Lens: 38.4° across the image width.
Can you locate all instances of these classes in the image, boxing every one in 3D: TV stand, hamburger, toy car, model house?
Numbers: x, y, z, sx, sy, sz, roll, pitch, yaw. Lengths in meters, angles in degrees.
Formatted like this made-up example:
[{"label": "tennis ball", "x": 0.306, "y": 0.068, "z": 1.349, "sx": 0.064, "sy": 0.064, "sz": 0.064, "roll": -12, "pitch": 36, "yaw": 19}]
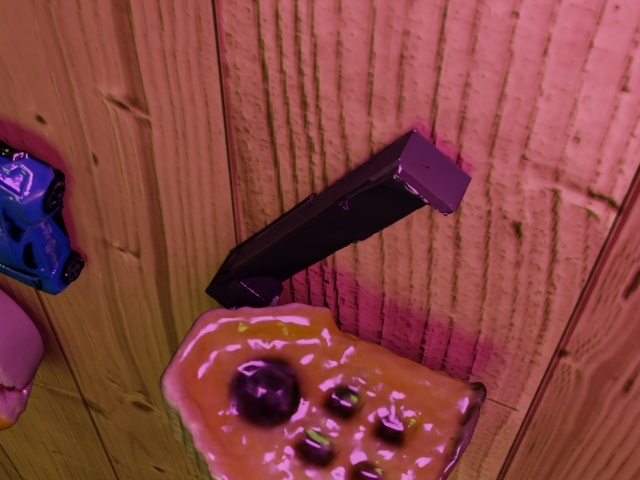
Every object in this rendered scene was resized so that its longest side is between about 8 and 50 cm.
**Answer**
[{"label": "TV stand", "x": 0.000, "y": 0.000, "z": 0.619, "sx": 0.049, "sy": 0.040, "sz": 0.256, "roll": 39, "pitch": 146, "yaw": -14}, {"label": "hamburger", "x": -0.454, "y": 0.108, "z": 1.023, "sx": 0.295, "sy": 0.151, "sz": 0.227, "roll": 22, "pitch": 149, "yaw": 9}, {"label": "toy car", "x": -0.266, "y": -0.012, "z": 0.787, "sx": 0.103, "sy": 0.063, "sz": 0.216, "roll": 24, "pitch": 147, "yaw": 8}, {"label": "model house", "x": -0.024, "y": 0.152, "z": 0.701, "sx": 0.234, "sy": 0.174, "sz": 0.193, "roll": 23, "pitch": 160, "yaw": 3}]
